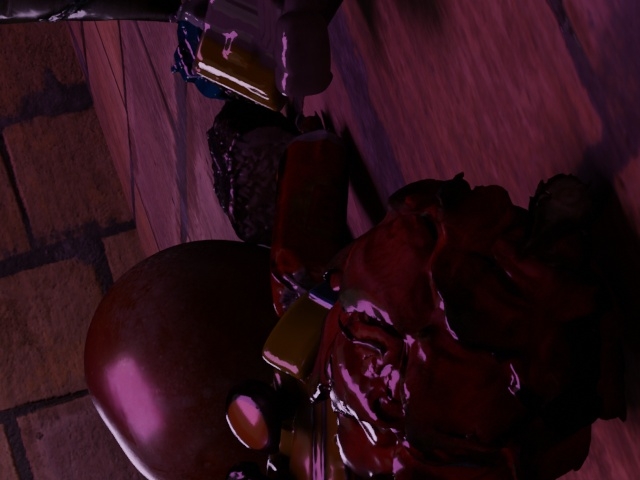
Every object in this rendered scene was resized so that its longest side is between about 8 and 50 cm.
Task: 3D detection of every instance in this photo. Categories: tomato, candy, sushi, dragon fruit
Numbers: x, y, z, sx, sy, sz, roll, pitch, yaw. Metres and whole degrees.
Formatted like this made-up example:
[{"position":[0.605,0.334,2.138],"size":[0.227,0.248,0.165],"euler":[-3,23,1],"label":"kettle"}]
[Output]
[{"position":[-0.092,0.117,1.657],"size":[0.222,0.270,0.270],"euler":[-47,53,35],"label":"tomato"},{"position":[-0.008,-0.009,1.384],"size":[0.086,0.059,0.292],"euler":[82,-170,-50],"label":"candy"},{"position":[-0.061,-0.069,1.638],"size":[0.078,0.090,0.150],"euler":[-125,22,-48],"label":"sushi"},{"position":[0.081,0.059,0.905],"size":[0.189,0.182,0.182],"euler":[69,177,-58],"label":"dragon fruit"}]

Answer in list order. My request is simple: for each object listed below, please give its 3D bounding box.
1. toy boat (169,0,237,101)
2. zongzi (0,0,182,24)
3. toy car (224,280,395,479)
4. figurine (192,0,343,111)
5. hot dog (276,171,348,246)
[{"position":[-0.114,-0.200,1.699],"size":[0.299,0.092,0.134],"euler":[156,93,-79],"label":"toy boat"},{"position":[-0.330,-0.454,2.082],"size":[0.362,0.319,0.384],"euler":[-127,40,-74],"label":"zongzi"},{"position":[0.040,0.144,1.264],"size":[0.142,0.200,0.248],"euler":[29,135,32],"label":"toy car"},{"position":[-0.064,-0.243,1.127],"size":[0.342,0.167,0.285],"euler":[47,170,14],"label":"figurine"},{"position":[0.000,0.000,1.553],"size":[0.071,0.045,0.165],"euler":[94,156,-59],"label":"hot dog"}]
